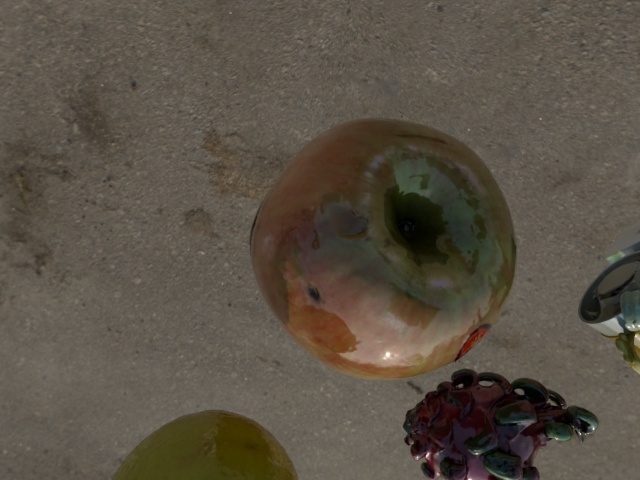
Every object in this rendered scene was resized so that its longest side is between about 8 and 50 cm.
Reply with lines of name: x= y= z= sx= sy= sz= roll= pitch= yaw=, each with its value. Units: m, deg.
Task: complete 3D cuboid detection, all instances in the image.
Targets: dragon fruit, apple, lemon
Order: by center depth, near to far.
lemon: x=-0.139 y=0.321 z=0.558 sx=0.241 sy=0.219 sz=0.240 roll=-3 pitch=122 yaw=-5
apple: x=0.087 y=0.010 z=0.697 sx=0.392 sy=0.391 sz=0.346 roll=28 pitch=159 yaw=-10
dragon fruit: x=0.280 y=0.304 z=0.750 sx=0.273 sy=0.218 sz=0.198 roll=-40 pitch=89 yaw=0

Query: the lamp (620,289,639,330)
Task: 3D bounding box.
lamp: x=0.544 y=0.090 z=0.650 sx=0.106 sy=0.106 sz=0.193 roll=47 pitch=145 yaw=-19

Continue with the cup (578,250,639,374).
cup: x=0.637 y=0.167 z=0.861 sx=0.226 sy=0.241 sz=0.185 roll=37 pitch=146 yaw=3

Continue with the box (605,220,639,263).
box: x=0.777 y=0.056 z=0.915 sx=0.274 sy=0.116 sz=0.203 roll=43 pitch=156 yaw=10

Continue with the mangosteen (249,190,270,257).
mangosteen: x=-0.017 y=-0.007 z=1.051 sx=0.297 sy=0.293 sz=0.296 roll=29 pitch=131 yaw=40
